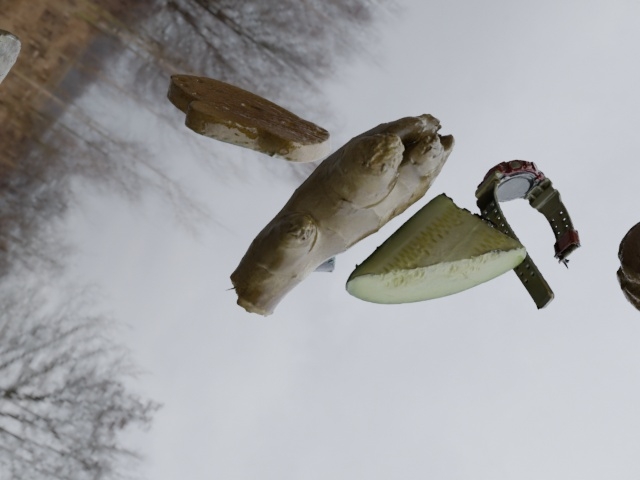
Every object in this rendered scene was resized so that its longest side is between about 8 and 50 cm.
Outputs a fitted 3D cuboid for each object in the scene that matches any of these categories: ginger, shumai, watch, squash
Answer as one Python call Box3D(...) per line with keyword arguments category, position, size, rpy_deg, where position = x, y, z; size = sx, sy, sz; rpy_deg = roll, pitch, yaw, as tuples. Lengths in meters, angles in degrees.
Box3D(category="ginger", position=(0.045, -0.041, 1.299), size=(0.236, 0.166, 0.375), rpy_deg=(-15, -145, 55))
Box3D(category="shumai", position=(-0.624, -0.296, 1.670), size=(0.201, 0.120, 0.201), rpy_deg=(-18, -177, 1))
Box3D(category="watch", position=(0.359, -0.013, 1.561), size=(0.102, 0.165, 0.268), rpy_deg=(-53, -127, 44))
Box3D(category="squash", position=(0.169, 0.058, 1.406), size=(0.252, 0.169, 0.093), rpy_deg=(-40, 152, -33))

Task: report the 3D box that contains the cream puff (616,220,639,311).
Box3D(category="cream puff", position=(0.414, 0.032, 1.086), size=(0.126, 0.103, 0.144), rpy_deg=(16, -124, 49))

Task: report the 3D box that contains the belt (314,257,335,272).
Box3D(category="belt", position=(0.000, 0.000, 1.534), size=(0.140, 0.058, 0.105), rpy_deg=(103, -15, -82))

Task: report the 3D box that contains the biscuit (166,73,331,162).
Box3D(category="biscuit", position=(-0.154, -0.229, 1.795), size=(0.287, 0.344, 0.057), rpy_deg=(-27, 141, -63))
